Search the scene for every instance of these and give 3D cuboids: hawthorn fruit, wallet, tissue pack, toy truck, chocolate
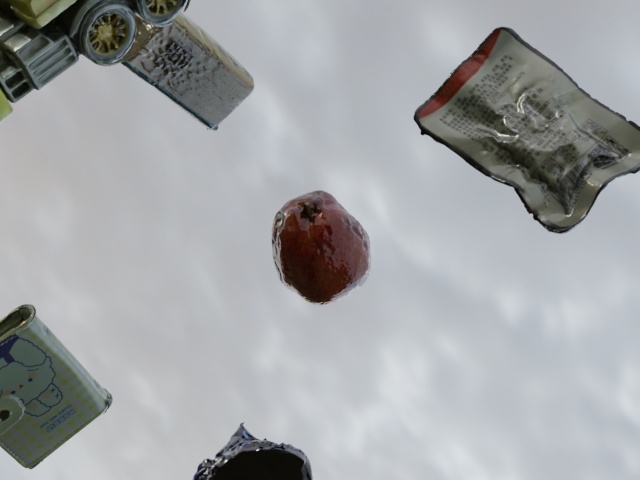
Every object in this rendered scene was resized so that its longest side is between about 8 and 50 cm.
[{"bbox_3d":[0.001,0.008,1.568,0.173,0.173,0.179,3,-67,49],"label":"hawthorn fruit"},{"bbox_3d":[-0.537,0.270,1.799,0.077,0.223,0.310,49,-9,41],"label":"wallet"},{"bbox_3d":[-0.163,-0.205,1.061,0.120,0.082,0.169,43,5,35],"label":"tissue pack"},{"bbox_3d":[-0.223,-0.179,0.677,0.124,0.272,0.157,35,-22,35],"label":"toy truck"},{"bbox_3d":[-0.110,0.311,1.278,0.126,0.149,0.343,13,-10,-14],"label":"chocolate"}]

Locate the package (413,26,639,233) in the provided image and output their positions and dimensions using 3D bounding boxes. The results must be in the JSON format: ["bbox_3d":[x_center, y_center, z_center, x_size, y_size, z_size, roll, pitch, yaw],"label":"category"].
[{"bbox_3d":[0.233,-0.118,1.079,0.232,0.166,0.040,40,-12,20],"label":"package"}]
